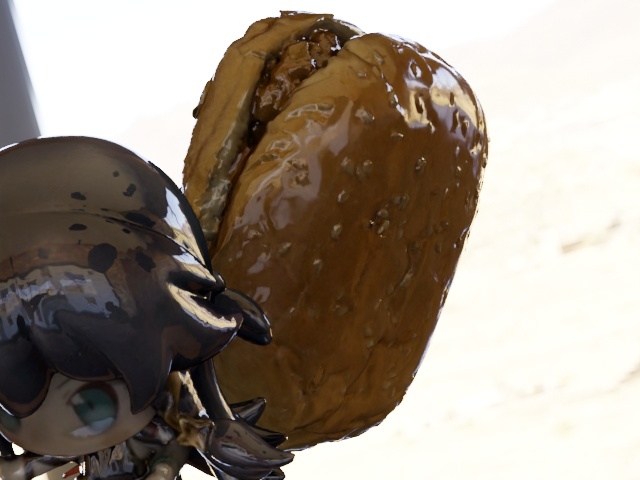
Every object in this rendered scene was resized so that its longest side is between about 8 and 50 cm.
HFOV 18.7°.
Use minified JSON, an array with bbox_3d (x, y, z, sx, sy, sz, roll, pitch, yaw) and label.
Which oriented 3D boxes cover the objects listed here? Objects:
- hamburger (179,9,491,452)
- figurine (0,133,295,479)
[{"bbox_3d":[0.001,-0.001,1.268,0.144,0.283,0.259,27,12,25],"label":"hamburger"},{"bbox_3d":[-0.115,0.064,1.044,0.175,0.197,0.265,-16,-36,0],"label":"figurine"}]
